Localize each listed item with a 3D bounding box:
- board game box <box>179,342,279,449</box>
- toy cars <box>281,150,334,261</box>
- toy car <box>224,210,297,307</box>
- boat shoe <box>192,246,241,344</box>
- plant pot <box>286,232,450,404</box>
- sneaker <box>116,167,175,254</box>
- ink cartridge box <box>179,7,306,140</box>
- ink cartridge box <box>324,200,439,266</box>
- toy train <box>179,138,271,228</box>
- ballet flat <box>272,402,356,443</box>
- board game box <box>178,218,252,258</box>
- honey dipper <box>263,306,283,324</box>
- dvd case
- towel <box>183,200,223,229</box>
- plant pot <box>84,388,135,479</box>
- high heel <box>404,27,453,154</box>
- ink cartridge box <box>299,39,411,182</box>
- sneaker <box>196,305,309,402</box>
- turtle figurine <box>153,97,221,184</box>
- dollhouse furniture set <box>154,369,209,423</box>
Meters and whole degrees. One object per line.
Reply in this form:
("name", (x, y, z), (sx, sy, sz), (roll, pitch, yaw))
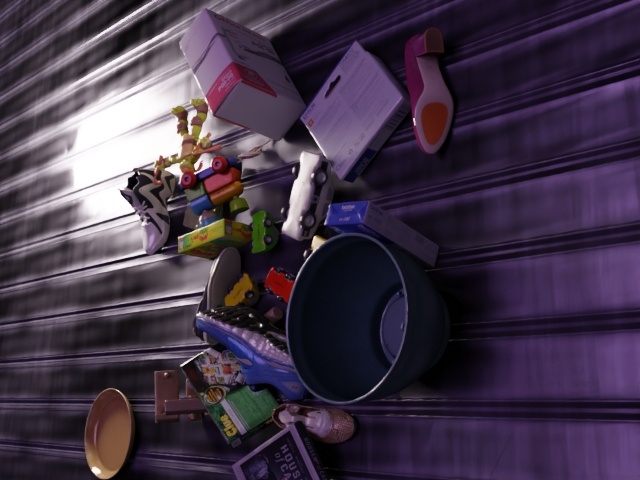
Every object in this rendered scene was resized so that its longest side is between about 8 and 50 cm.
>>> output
("board game box", (-0.198, 0.329, 1.804), (0.260, 0.136, 0.030), (46, 158, 44))
("toy cars", (0.000, 0.000, 1.701), (0.176, 0.087, 0.394), (-40, 49, 46))
("toy car", (-0.122, 0.045, 1.842), (0.239, 0.053, 0.225), (-15, 68, 43))
("boat shoe", (-0.250, 0.124, 1.935), (0.079, 0.084, 0.233), (19, 96, 47))
("plant pot", (0.106, 0.147, 1.463), (0.293, 0.196, 0.293), (-14, 70, 44))
("sneaker", (-0.479, -0.087, 2.183), (0.094, 0.153, 0.235), (8, 85, 49))
("ink cartridge box", (-0.184, -0.387, 1.908), (0.117, 0.207, 0.283), (-47, 50, 26))
("ink cartridge box", (0.114, -0.009, 1.486), (0.097, 0.207, 0.046), (-1, 66, 46))
("toy train", (-0.204, -0.129, 1.957), (0.248, 0.105, 0.143), (-24, 77, 15))
("ballet flat", (-0.021, 0.364, 1.637), (0.206, 0.067, 0.073), (-7, 73, 45))
("board game box", (-0.250, -0.002, 1.961), (0.181, 0.092, 0.043), (-19, 67, 43))
("honey dipper", (-0.142, 0.196, 1.843), (0.160, 0.030, 0.031), (-39, 54, 39))
("dvd case", (-0.074, 0.487, 1.639), (0.238, 0.029, 0.179), (-43, 66, 40))
("towel", (-0.294, -0.076, 2.077), (0.148, 0.027, 0.110), (7, 86, 46))
("plant pot", (-0.559, 0.517, 2.199), (0.236, 0.032, 0.236), (-14, 70, 44))
("high heel", (0.196, -0.281, 1.590), (0.117, 0.082, 0.244), (165, 100, -74))
("ink cartridge box", (0.072, -0.272, 1.723), (0.223, 0.045, 0.224), (-51, 47, 25))
("sneaker", (-0.149, 0.242, 1.740), (0.330, 0.129, 0.147), (25, 110, 34))
("turtle figurine", (-0.330, -0.254, 2.119), (0.269, 0.087, 0.217), (-22, 58, 41))
("dollhouse furniture set", (-0.314, 0.345, 1.900), (0.151, 0.144, 0.123), (110, 157, -67))
